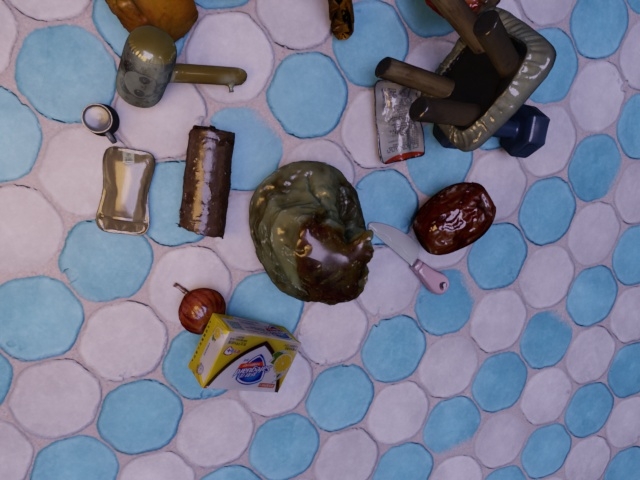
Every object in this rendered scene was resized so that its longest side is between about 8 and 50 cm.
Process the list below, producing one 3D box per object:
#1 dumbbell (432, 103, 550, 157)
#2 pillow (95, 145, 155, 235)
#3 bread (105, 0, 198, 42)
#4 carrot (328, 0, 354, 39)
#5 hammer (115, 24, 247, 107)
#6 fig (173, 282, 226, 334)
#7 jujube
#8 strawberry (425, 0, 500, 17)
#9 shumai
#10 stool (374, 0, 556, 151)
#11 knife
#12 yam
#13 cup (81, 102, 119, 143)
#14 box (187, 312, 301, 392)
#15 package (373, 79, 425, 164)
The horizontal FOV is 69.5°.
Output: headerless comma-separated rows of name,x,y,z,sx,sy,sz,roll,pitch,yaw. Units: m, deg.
dumbbell,0.494,-0.332,1.339,0.315,0.157,0.144,4,129,-16
pillow,-0.490,-0.122,1.159,0.130,0.033,0.218,6,99,-14
bread,-0.409,-0.599,1.013,0.194,0.179,0.340,-33,108,-8
carrot,0.043,-0.609,1.139,0.068,0.069,0.229,-31,146,-8
hammer,-0.318,-0.399,1.105,0.305,0.202,0.113,-7,76,-35
fig,-0.330,0.185,1.227,0.150,0.128,0.129,6,100,10
jujube,0.392,-0.066,1.355,0.243,0.183,0.183,-33,108,0
strawberry,0.342,-0.736,1.227,0.336,0.149,0.265,33,97,-9
shumai,0.000,0.000,1.173,0.323,0.323,0.398,-16,105,-10
stool,0.336,-0.426,1.114,0.226,0.311,0.310,16,126,-36
knife,0.278,0.044,1.408,0.336,0.043,0.081,43,82,-17
yam,-0.288,-0.147,1.166,0.130,0.131,0.280,6,99,-17
cup,-0.518,-0.277,1.098,0.078,0.077,0.100,-31,108,-8
box,-0.197,0.307,1.241,0.265,0.097,0.169,25,93,-44
package,0.224,-0.343,1.314,0.166,0.040,0.232,-16,109,-23
